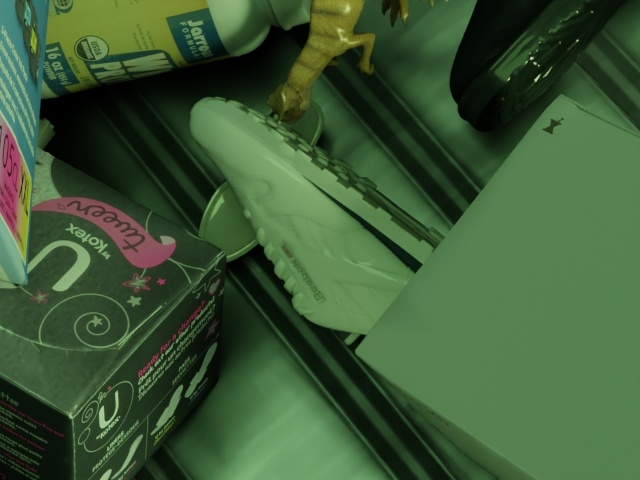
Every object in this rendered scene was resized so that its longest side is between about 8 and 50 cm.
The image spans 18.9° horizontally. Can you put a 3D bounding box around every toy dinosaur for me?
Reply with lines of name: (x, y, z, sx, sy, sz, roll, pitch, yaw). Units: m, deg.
toy dinosaur: (0.018, -0.171, 1.201, 0.064, 0.112, 0.211, 23, 109, 53)

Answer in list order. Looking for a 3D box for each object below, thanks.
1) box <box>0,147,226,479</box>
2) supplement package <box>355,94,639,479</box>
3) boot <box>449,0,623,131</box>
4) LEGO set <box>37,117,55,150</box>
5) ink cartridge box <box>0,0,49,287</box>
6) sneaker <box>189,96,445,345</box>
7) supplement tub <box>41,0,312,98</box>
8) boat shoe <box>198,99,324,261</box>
box: (-0.203, 0.038, 1.206, 0.247, 0.142, 0.163, 29, 54, 17)
supplement package: (0.192, 0.072, 1.095, 0.204, 0.145, 0.262, -51, 44, -7)
boot: (0.110, -0.215, 1.270, 0.207, 0.094, 0.246, 39, 77, 15)
LEGO set: (-0.275, -0.137, 1.326, 0.227, 0.087, 0.093, 35, 83, 17)
ink cartridge box: (-0.302, -0.177, 1.136, 0.270, 0.151, 0.395, 0, 64, 2)
sneaker: (0.000, 0.000, 1.221, 0.235, 0.090, 0.095, 40, 103, 6)
supplement tub: (-0.115, -0.182, 1.278, 0.200, 0.144, 0.144, -12, 72, 7)
boat shoe: (-0.042, -0.041, 1.281, 0.046, 0.038, 0.125, 30, 84, -14)
